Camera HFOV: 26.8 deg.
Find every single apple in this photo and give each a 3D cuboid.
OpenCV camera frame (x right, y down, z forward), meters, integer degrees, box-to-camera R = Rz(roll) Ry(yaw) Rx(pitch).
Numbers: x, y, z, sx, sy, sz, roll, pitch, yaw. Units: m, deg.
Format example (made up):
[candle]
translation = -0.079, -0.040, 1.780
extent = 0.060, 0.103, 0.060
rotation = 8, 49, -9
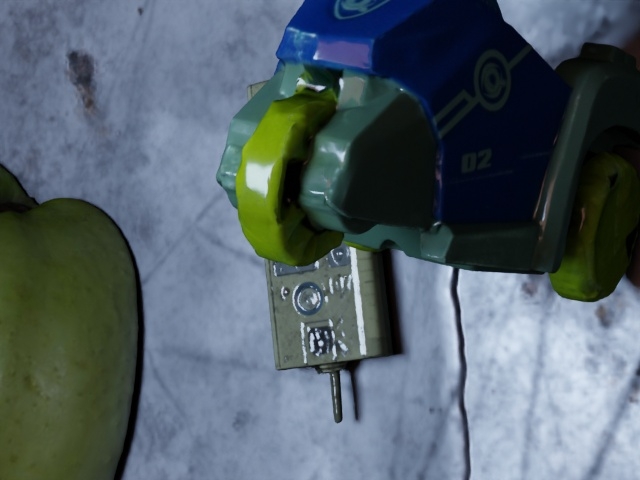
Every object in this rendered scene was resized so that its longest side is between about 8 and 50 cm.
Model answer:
[apple]
translation = -0.330, 0.105, 1.148
extent = 0.320, 0.312, 0.360
rotation = 19, 102, -15

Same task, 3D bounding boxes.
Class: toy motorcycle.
[toy motorcycle]
translation = 0.064, -0.076, 0.785
extent = 0.191, 0.326, 0.200
rotation = 14, 92, 30

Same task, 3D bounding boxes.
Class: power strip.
[power strip]
translation = 0.000, 0.000, 0.986
extent = 0.092, 0.034, 0.268
rotation = -10, 83, 30
